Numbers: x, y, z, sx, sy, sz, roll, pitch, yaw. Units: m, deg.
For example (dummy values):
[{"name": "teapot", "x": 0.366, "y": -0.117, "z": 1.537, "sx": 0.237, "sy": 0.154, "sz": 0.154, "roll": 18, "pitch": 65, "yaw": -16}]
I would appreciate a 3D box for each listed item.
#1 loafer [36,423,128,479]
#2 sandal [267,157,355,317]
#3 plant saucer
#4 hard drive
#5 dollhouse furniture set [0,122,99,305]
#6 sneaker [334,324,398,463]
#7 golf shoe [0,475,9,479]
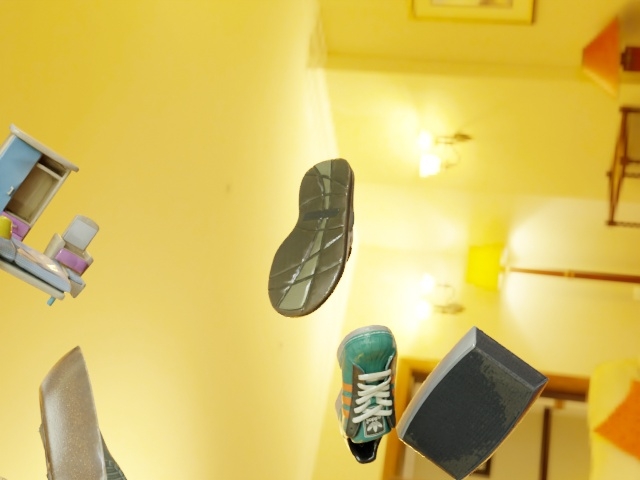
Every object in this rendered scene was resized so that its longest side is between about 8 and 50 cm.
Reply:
[{"name": "loafer", "x": -0.376, "y": 0.371, "z": 1.521, "sx": 0.094, "sy": 0.087, "sz": 0.251, "roll": 1, "pitch": -120, "yaw": -55}, {"name": "sandal", "x": 0.000, "y": 0.000, "z": 1.124, "sx": 0.060, "sy": 0.090, "sz": 0.219, "roll": 60, "pitch": -148, "yaw": -47}, {"name": "plant saucer", "x": -0.244, "y": 0.262, "z": 0.960, "sx": 0.310, "sy": 0.050, "sz": 0.311, "roll": 174, "pitch": 90, "yaw": -72}, {"name": "hard drive", "x": 0.253, "y": 0.289, "z": 1.645, "sx": 0.255, "sy": 0.172, "sz": 0.054, "roll": -57, "pitch": -7, "yaw": 24}, {"name": "dollhouse furniture set", "x": -0.458, "y": -0.024, "z": 1.631, "sx": 0.286, "sy": 0.303, "sz": 0.198, "roll": 35, "pitch": -89, "yaw": -33}, {"name": "sneaker", "x": 0.087, "y": 0.265, "z": 1.619, "sx": 0.302, "sy": 0.108, "sz": 0.121, "roll": 92, "pitch": 165, "yaw": -48}, {"name": "golf shoe", "x": -0.494, "y": 0.404, "z": 1.208, "sx": 0.306, "sy": 0.115, "sz": 0.140, "roll": -46, "pitch": -31, "yaw": 16}]
